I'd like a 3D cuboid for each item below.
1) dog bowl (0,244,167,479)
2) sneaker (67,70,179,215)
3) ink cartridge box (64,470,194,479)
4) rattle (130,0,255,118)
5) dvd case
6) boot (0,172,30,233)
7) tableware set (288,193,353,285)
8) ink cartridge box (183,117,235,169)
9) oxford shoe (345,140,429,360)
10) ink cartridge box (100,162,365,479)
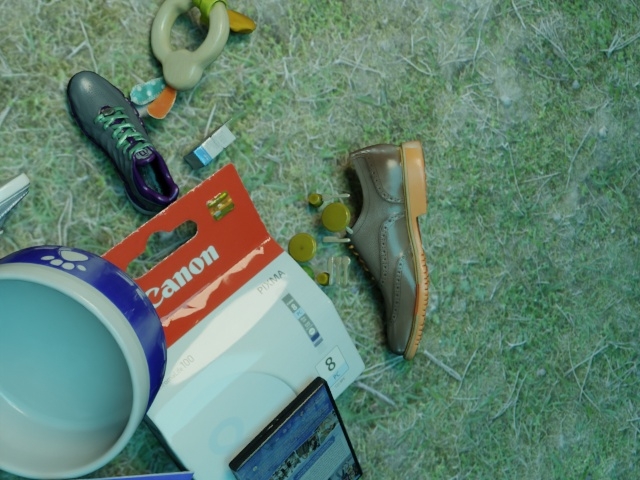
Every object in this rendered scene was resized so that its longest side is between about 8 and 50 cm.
[{"bbox_3d":[-0.322,0.143,0.861,0.265,0.104,0.265,2,109,7],"label":"dog bowl"},{"bbox_3d":[-0.260,-0.140,0.999,0.083,0.098,0.224,-39,105,-26],"label":"sneaker"},{"bbox_3d":[-0.275,0.383,0.909,0.206,0.045,0.208,10,115,-41],"label":"ink cartridge box"},{"bbox_3d":[-0.187,-0.264,1.082,0.130,0.143,0.200,13,91,8],"label":"rattle"},{"bbox_3d":[-0.027,0.340,1.080,0.180,0.022,0.253,-41,134,-26],"label":"dvd case"},{"bbox_3d":[-0.430,0.001,0.921,0.190,0.069,0.086,-41,114,-17],"label":"boot"},{"bbox_3d":[0.000,0.000,1.155,0.024,0.104,0.154,18,71,-72],"label":"tableware set"},{"bbox_3d":[-0.159,-0.144,1.084,0.083,0.048,0.028,-46,109,-23],"label":"ink cartridge box"},{"bbox_3d":[0.110,0.021,1.208,0.132,0.130,0.364,-3,96,3],"label":"oxford shoe"},{"bbox_3d":[-0.130,0.134,1.015,0.308,0.091,0.385,-40,121,-25],"label":"ink cartridge box"}]
